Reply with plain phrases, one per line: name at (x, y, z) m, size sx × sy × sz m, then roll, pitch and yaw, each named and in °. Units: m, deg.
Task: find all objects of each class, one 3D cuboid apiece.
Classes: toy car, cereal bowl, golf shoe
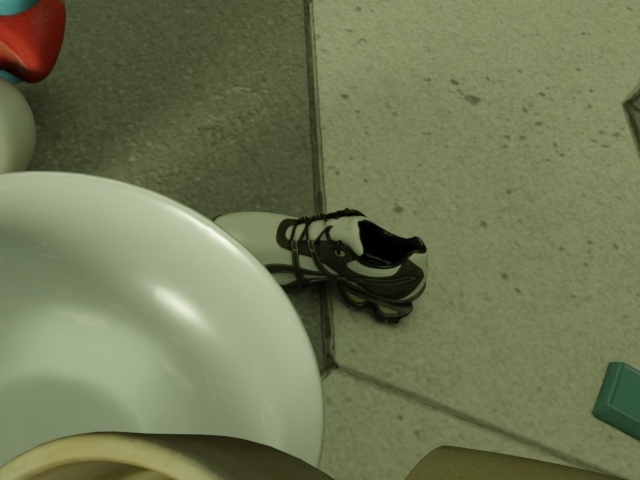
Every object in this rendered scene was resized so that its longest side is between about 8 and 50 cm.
toy car at (-0.317, -0.117, 0.846) m, size 0.210 × 0.219 × 0.238 m, roll 0°, pitch 80°, yaw -18°
cereal bowl at (-0.174, 0.122, 0.688) m, size 0.338 × 0.141 × 0.339 m, roll 11°, pitch 50°, yaw -13°
golf shoe at (0.000, 0.000, 0.885) m, size 0.198 × 0.094 × 0.077 m, roll 14°, pitch 49°, yaw -4°

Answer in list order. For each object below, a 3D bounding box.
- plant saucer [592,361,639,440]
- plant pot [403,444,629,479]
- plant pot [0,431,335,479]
plant saucer at (0.335, 0.172, 0.899) m, size 0.192 × 0.018 × 0.067 m, roll 29°, pitch 49°, yaw 6°
plant pot at (0.168, 0.250, 0.652) m, size 0.274 × 0.256 × 0.256 m, roll 27°, pitch 46°, yaw 27°
plant pot at (0.005, 0.247, 0.469) m, size 0.280 × 0.323 × 0.323 m, roll 11°, pitch 41°, yaw -49°
